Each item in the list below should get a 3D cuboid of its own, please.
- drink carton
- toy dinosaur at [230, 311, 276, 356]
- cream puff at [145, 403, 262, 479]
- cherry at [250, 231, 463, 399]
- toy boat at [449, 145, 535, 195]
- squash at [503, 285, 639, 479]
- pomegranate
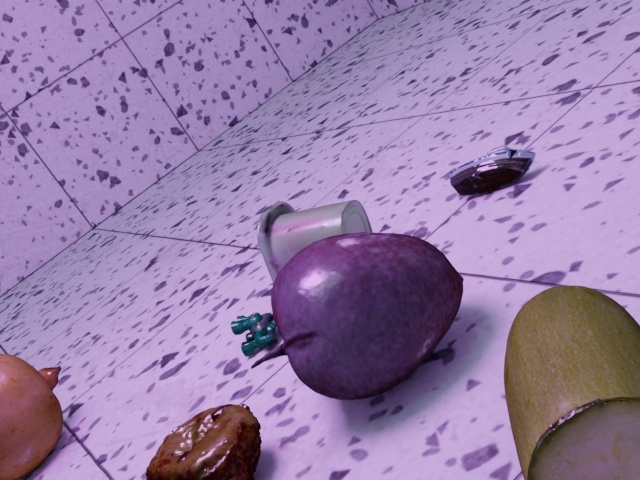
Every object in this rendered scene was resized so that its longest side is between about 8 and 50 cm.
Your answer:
[{"bbox_3d":[0.000,0.000,1.311,0.143,0.144,0.146,-12,17,29],"label":"drink carton"},{"bbox_3d":[-0.080,0.129,1.252,0.096,0.059,0.132,-24,11,10],"label":"toy dinosaur"},{"bbox_3d":[-0.125,0.256,0.952,0.149,0.084,0.149,-25,19,9],"label":"cream puff"},{"bbox_3d":[0.040,0.084,0.965,0.266,0.183,0.213,-19,26,-6],"label":"cherry"},{"bbox_3d":[0.267,-0.113,1.277,0.140,0.059,0.066,-16,42,36],"label":"toy boat"},{"bbox_3d":[0.214,0.120,0.675,0.133,0.132,0.247,-28,17,15],"label":"squash"},{"bbox_3d":[-0.521,0.289,1.340,0.207,0.207,0.207,-29,19,11],"label":"pomegranate"}]
